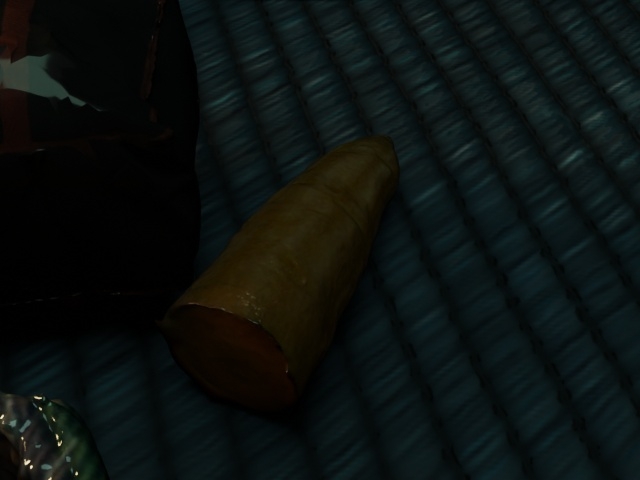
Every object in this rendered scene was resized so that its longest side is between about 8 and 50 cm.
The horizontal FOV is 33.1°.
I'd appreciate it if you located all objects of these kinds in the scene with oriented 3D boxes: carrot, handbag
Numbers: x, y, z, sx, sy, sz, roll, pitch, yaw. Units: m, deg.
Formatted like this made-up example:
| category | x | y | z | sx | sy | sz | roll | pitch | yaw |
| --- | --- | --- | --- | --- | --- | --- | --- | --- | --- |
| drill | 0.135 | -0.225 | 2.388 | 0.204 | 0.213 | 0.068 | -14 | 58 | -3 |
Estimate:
| category | x | y | z | sx | sy | sz | roll | pitch | yaw |
| --- | --- | --- | --- | --- | --- | --- | --- | --- | --- |
| carrot | 0.000 | 0.000 | 0.538 | 0.072 | 0.072 | 0.205 | 18 | 40 | 17 |
| handbag | -0.165 | -0.055 | 0.518 | 0.215 | 0.155 | 0.169 | -6 | 41 | -6 |

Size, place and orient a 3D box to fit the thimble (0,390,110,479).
| category | x | y | z | sx | sy | sz | roll | pitch | yaw |
| --- | --- | --- | --- | --- | --- | --- | --- | --- | --- |
| thimble | -0.128 | 0.125 | 0.377 | 0.118 | 0.090 | 0.135 | -1 | 44 | -3 |
